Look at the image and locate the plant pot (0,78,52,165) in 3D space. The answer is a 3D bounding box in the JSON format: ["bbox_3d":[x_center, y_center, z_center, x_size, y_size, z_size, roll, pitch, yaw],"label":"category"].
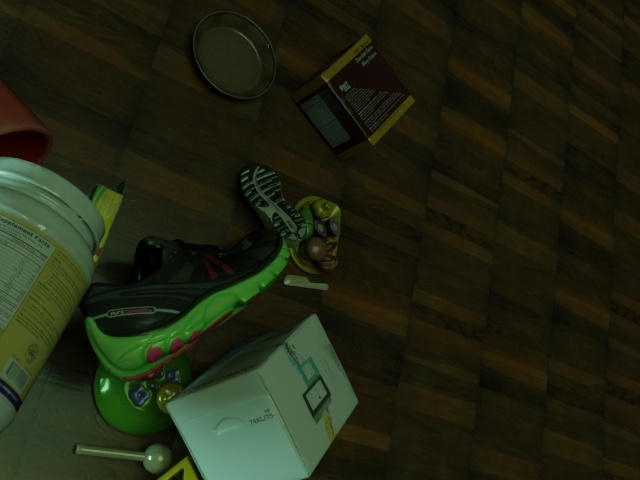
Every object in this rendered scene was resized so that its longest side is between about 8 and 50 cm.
[{"bbox_3d":[-0.595,-0.188,1.075,0.275,0.275,0.243,-34,89,-35],"label":"plant pot"}]

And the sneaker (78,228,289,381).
[{"bbox_3d":[-0.221,0.058,1.257,0.202,0.185,0.483,52,33,3],"label":"sneaker"}]

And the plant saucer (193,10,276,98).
[{"bbox_3d":[-0.189,-0.394,1.526,0.198,0.036,0.199,8,75,-33],"label":"plant saucer"}]

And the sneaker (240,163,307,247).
[{"bbox_3d":[-0.105,-0.066,1.483,0.081,0.094,0.208,-26,72,-16],"label":"sneaker"}]

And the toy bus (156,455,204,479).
[{"bbox_3d":[-0.268,0.464,1.218,0.202,0.191,0.104,-2,36,-35],"label":"toy bus"}]

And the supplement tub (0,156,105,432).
[{"bbox_3d":[-0.465,0.073,0.980,0.241,0.241,0.331,36,53,-22],"label":"supplement tub"}]

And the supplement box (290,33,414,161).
[{"bbox_3d":[0.076,-0.327,1.634,0.194,0.129,0.191,51,56,-14],"label":"supplement box"}]

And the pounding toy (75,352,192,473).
[{"bbox_3d":[-0.299,0.276,1.241,0.183,0.110,0.237,24,66,-27],"label":"pounding toy"}]

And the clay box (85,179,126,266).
[{"bbox_3d":[-0.409,-0.003,1.223,0.053,0.127,0.222,26,65,-27],"label":"clay box"}]

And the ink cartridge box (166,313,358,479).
[{"bbox_3d":[-0.093,0.289,1.260,0.197,0.198,0.270,64,24,-4],"label":"ink cartridge box"}]

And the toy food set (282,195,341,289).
[{"bbox_3d":[0.000,0.000,1.537,0.128,0.071,0.218,18,69,-30],"label":"toy food set"}]
